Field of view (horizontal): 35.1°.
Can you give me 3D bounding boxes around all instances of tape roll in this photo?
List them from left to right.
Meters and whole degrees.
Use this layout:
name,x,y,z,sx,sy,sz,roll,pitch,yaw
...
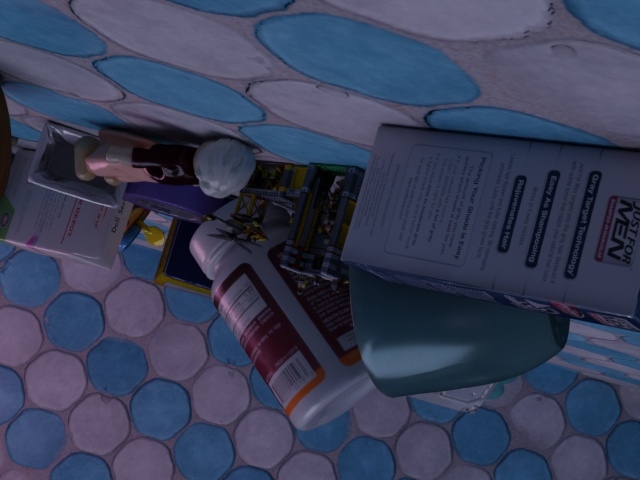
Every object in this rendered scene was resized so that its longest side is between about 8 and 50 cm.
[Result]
name,x,y,z,sx,sy,sz,roll,pitch,yaw
tape roll,-0.272,-0.093,1.882,0.189,0.080,0.189,15,172,2

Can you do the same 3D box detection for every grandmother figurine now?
name,x,y,z,sx,sy,sz,roll,pitch,yaw
grandmother figurine,-0.244,-0.124,1.585,0.342,0.104,0.208,5,-173,38

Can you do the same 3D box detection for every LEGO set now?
name,x,y,z,sx,sy,sz,roll,pitch,yaw
LEGO set,0.000,0.000,1.582,0.331,0.192,0.255,11,171,34

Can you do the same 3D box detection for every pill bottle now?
name,x,y,z,sx,sy,sz,roll,pitch,yaw
pill bottle,-0.054,0.118,1.797,0.392,0.224,0.224,55,-176,18

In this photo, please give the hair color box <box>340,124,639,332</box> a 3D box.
name,x,y,z,sx,sy,sz,roll,pitch,yaw
hair color box,0.210,-0.017,1.120,0.347,0.174,0.105,11,170,35

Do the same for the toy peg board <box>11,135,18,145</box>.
name,x,y,z,sx,sy,sz,roll,pitch,yaw
toy peg board,-0.727,-0.197,2.051,0.161,0.079,0.160,22,170,-37

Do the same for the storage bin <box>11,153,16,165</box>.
name,x,y,z,sx,sy,sz,roll,pitch,yaw
storage bin,-0.713,-0.148,2.322,0.098,0.091,0.135,10,171,33

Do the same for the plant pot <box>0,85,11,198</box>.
name,x,y,z,sx,sy,sz,roll,pitch,yaw
plant pot,-0.585,-0.149,1.492,0.203,0.291,0.291,-1,172,0

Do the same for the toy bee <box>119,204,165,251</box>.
name,x,y,z,sx,sy,sz,roll,pitch,yaw
toy bee,-0.436,-0.050,2.319,0.195,0.162,0.298,36,-164,-24

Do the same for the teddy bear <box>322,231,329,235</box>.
name,x,y,z,sx,sy,sz,roll,pitch,yaw
teddy bear,0.163,0.051,1.746,0.338,0.113,0.245,5,-154,18

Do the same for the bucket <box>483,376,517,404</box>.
name,x,y,z,sx,sy,sz,roll,pitch,yaw
bucket,0.296,0.202,2.185,0.183,0.281,0.281,26,168,-27

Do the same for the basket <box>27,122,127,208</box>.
name,x,y,z,sx,sy,sz,roll,pitch,yaw
basket,-0.432,-0.132,1.816,0.167,0.113,0.103,18,176,-18

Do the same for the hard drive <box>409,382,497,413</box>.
name,x,y,z,sx,sy,sz,roll,pitch,yaw
hard drive,0.276,0.184,1.973,0.237,0.339,0.064,19,-146,-16

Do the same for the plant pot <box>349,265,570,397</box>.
name,x,y,z,sx,sy,sz,roll,pitch,yaw
plant pot,0.201,0.060,1.345,0.235,0.293,0.293,-4,164,23

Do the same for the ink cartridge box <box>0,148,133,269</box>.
name,x,y,z,sx,sy,sz,roll,pitch,yaw
ink cartridge box,-0.507,-0.062,2.088,0.353,0.207,0.119,11,169,36

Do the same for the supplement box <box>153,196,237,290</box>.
name,x,y,z,sx,sy,sz,roll,pitch,yaw
supplement box,-0.229,0.018,2.156,0.194,0.195,0.356,17,171,-11
